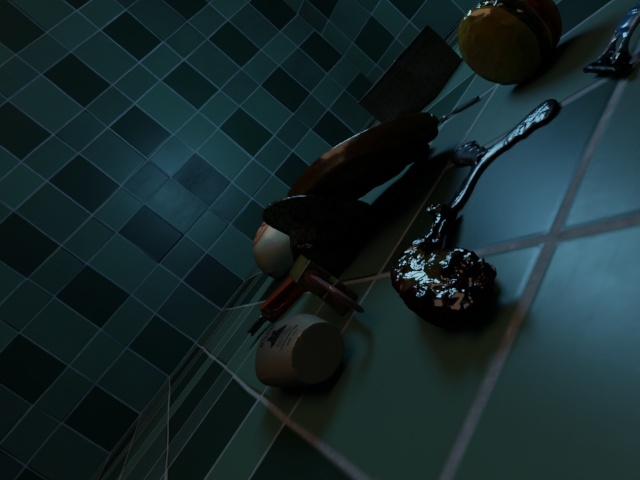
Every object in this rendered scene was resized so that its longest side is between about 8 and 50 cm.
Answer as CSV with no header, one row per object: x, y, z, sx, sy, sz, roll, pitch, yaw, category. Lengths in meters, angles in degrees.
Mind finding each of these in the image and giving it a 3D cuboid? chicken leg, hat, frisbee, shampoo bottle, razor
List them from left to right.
-0.046,0.166,0.617,0.127,0.078,0.257,-59,9,-22,shampoo bottle
0.000,0.000,0.866,0.265,0.266,0.128,144,126,-58,hat
0.128,0.021,0.449,0.106,0.051,0.253,-40,11,22,chicken leg
0.232,-0.112,0.586,0.187,0.012,0.211,-54,11,-19,frisbee
0.388,-0.278,0.401,0.253,0.042,0.082,-45,9,26,razor

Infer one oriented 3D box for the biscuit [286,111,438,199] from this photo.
0.098,-0.146,0.880,0.351,0.070,0.394,-23,-6,-18,biscuit

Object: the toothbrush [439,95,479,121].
0.321,-0.307,0.935,0.014,0.011,0.167,-46,8,-7,toothbrush

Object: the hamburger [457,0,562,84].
0.313,-0.344,0.675,0.115,0.162,0.162,-49,9,-2,hamburger

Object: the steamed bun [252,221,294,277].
-0.147,-0.007,1.493,0.283,0.177,0.283,-50,9,10,steamed bun

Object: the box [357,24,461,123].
0.324,-0.588,1.498,0.225,0.190,0.297,-54,11,-20,box

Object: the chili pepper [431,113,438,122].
0.262,-0.283,1.060,0.118,0.035,0.055,-48,-8,-5,chili pepper

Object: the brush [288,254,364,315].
0.013,0.078,0.621,0.047,0.103,0.233,-54,10,-4,brush

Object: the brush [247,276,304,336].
-0.093,0.140,1.039,0.323,0.051,0.070,-48,12,18,brush
